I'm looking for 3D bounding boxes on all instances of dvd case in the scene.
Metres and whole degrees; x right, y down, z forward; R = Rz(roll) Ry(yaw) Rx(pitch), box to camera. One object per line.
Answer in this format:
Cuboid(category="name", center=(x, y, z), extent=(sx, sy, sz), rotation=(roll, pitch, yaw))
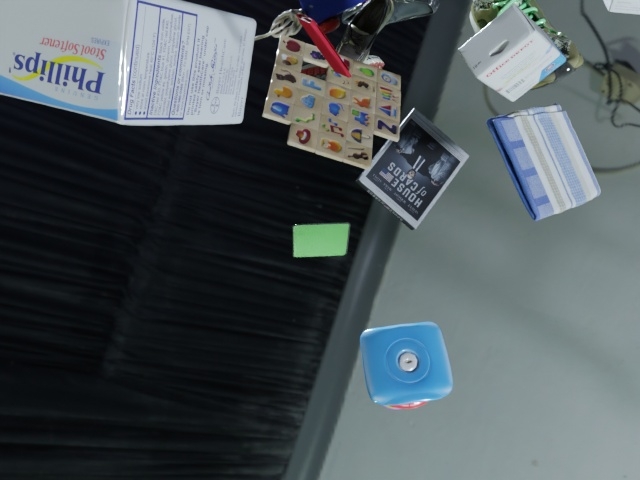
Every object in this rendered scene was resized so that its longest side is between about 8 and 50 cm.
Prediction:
Cuboid(category="dvd case", center=(0.218, -0.169, 1.780), extent=(0.239, 0.179, 0.029), rotation=(-52, 7, -20))

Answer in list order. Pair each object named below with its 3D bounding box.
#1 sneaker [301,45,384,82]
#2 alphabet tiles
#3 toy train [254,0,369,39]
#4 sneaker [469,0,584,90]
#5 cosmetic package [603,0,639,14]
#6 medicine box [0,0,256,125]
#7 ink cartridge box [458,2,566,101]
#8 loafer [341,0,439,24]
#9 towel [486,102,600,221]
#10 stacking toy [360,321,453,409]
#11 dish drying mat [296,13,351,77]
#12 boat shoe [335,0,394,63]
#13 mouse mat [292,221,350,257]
Cuboid(category="sneaker", center=(0.024, -0.315, 1.360), extent=(0.088, 0.225, 0.093), rotation=(-49, 62, 43))
Cuboid(category="alphabet tiles", center=(0.022, -0.198, 1.091), extent=(0.009, 0.198, 0.237), rotation=(117, 165, -45))
Cuboid(category="toy train", center=(-0.013, -0.427, 1.348), extent=(0.247, 0.105, 0.143), rotation=(-25, 24, 2))
Cuboid(category="sneaker", center=(0.390, -0.455, 1.553), extent=(0.158, 0.182, 0.410), rotation=(-30, 41, 8))
Cuboid(category="cosmetic package", center=(0.704, -0.611, 1.638), extent=(0.086, 0.117, 0.231), rotation=(-83, -1, -50))
Cuboid(category="medicine box", center=(-0.268, -0.244, 0.972), extent=(0.263, 0.289, 0.149), rotation=(15, 103, 20))
Cuboid(category="ink cartridge box", center=(0.243, -0.234, 0.956), extent=(0.088, 0.122, 0.052), rotation=(-38, 66, 26))
Cuboid(category="loafer", center=(0.148, -0.497, 1.641), extent=(0.223, 0.076, 0.078), rotation=(8, 68, 32))
Cuboid(category="towel", center=(0.425, -0.153, 1.429), extent=(0.034, 0.285, 0.209), rotation=(-28, 83, 43))
Cuboid(category="stacking toy", center=(0.162, 0.300, 1.629), extent=(0.302, 0.175, 0.166), rotation=(101, 162, -65))
Cuboid(category="dish drying mat", center=(0.004, -0.206, 0.803), extent=(0.008, 0.083, 0.032), rotation=(-49, 43, -5))
Cuboid(category="boat shoe", center=(0.060, -0.322, 1.187), extent=(0.056, 0.049, 0.152), rotation=(31, 94, 14))
Cuboid(category="mouse mat", center=(0.000, 0.000, 2.028), extent=(0.190, 0.152, 0.007), rotation=(94, 174, -63))
